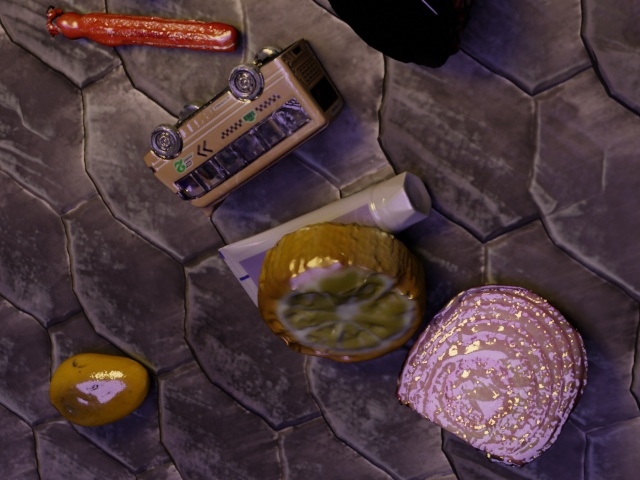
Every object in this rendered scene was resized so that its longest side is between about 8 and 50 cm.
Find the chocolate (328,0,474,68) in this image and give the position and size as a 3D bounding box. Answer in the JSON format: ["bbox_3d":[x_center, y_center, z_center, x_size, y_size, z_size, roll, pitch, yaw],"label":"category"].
[{"bbox_3d":[0.130,-0.364,1.312,0.224,0.206,0.177,44,75,-10],"label":"chocolate"}]

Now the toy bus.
[{"bbox_3d":[-0.116,-0.167,1.468,0.289,0.139,0.157,-32,101,25],"label":"toy bus"}]

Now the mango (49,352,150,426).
[{"bbox_3d":[-0.397,0.264,1.772,0.195,0.098,0.137,-18,99,21],"label":"mango"}]

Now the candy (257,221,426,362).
[{"bbox_3d":[0.033,0.082,1.472,0.260,0.118,0.260,5,141,4],"label":"candy"}]

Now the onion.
[{"bbox_3d":[0.271,0.191,1.483,0.250,0.111,0.247,30,95,19],"label":"onion"}]

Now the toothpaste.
[{"bbox_3d":[0.000,0.000,1.525,0.371,0.080,0.125,-27,106,32],"label":"toothpaste"}]

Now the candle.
[{"bbox_3d":[-0.276,-0.322,1.519,0.329,0.048,0.051,9,154,18],"label":"candle"}]
